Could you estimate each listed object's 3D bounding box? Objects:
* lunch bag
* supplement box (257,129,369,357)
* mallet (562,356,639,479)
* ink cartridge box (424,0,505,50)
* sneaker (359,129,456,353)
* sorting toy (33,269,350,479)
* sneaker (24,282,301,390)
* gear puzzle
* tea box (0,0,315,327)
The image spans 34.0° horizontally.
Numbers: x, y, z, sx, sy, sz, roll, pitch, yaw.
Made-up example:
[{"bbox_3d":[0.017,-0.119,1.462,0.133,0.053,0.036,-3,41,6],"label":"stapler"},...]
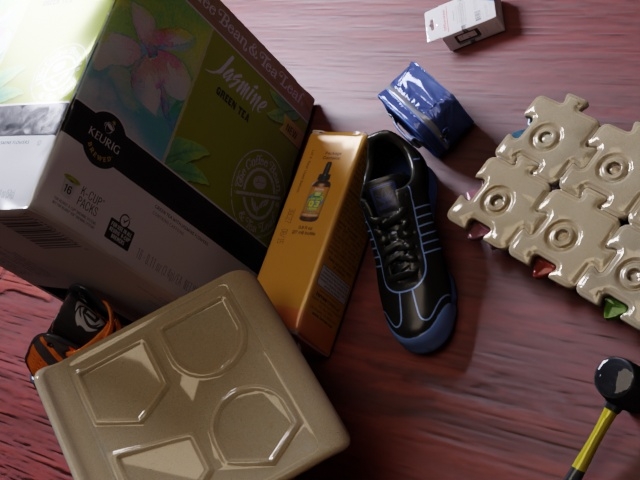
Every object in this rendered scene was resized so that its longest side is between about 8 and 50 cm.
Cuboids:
[{"bbox_3d":[0.111,-0.134,1.119,0.065,0.067,0.098,-44,50,5],"label":"lunch bag"},{"bbox_3d":[0.000,0.000,1.111,0.078,0.080,0.233,6,70,36],"label":"supplement box"},{"bbox_3d":[0.225,0.188,0.882,0.039,0.062,0.190,29,97,42],"label":"mallet"},{"bbox_3d":[0.161,-0.246,1.176,0.083,0.028,0.048,-17,56,25],"label":"ink cartridge box"},{"bbox_3d":[0.078,-0.003,1.049,0.081,0.090,0.232,-21,54,23],"label":"sneaker"},{"bbox_3d":[-0.095,0.188,0.919,0.229,0.041,0.307,-26,58,-12],"label":"sorting toy"},{"bbox_3d":[-0.183,0.121,1.056,0.321,0.180,0.124,-23,24,31],"label":"sneaker"},{"bbox_3d":[0.289,-0.009,0.949,0.339,0.044,0.175,34,84,39],"label":"gear puzzle"},{"bbox_3d":[-0.214,-0.103,1.146,0.220,0.329,0.323,1,65,35],"label":"tea box"}]
